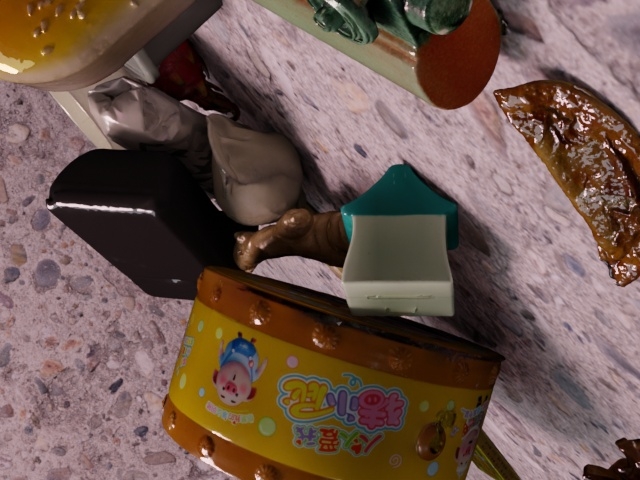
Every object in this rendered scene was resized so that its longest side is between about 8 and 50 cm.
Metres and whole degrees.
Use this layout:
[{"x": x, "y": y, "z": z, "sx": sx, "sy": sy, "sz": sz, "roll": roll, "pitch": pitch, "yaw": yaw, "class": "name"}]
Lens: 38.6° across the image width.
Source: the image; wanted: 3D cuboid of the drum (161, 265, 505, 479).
[{"x": 0.013, "y": 0.189, "z": 1.203, "sx": 0.431, "sy": 0.214, "sz": 0.431, "roll": 16, "pitch": 180, "yaw": 0, "class": "drum"}]

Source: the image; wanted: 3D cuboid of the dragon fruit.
[{"x": -0.197, "y": -0.230, "z": 1.345, "sx": 0.190, "sy": 0.094, "sz": 0.094, "roll": 48, "pitch": 170, "yaw": -32, "class": "dragon fruit"}]

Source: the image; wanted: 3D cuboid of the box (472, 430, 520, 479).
[{"x": 0.286, "y": 0.376, "z": 1.714, "sx": 0.193, "sy": 0.030, "sz": 0.121, "roll": 51, "pitch": 167, "yaw": -19, "class": "box"}]

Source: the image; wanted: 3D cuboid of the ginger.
[{"x": 0.000, "y": 0.000, "z": 1.249, "sx": 0.333, "sy": 0.081, "sz": 0.148, "roll": -3, "pitch": 169, "yaw": 38, "class": "ginger"}]

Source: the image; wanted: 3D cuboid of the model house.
[{"x": 0.089, "y": 0.001, "z": 1.009, "sx": 0.127, "sy": 0.149, "sz": 0.100, "roll": 0, "pitch": 156, "yaw": 9, "class": "model house"}]

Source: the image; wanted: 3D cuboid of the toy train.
[{"x": 0.015, "y": -0.199, "z": 0.693, "sx": 0.285, "sy": 0.116, "sz": 0.177, "roll": 37, "pitch": 176, "yaw": 37, "class": "toy train"}]

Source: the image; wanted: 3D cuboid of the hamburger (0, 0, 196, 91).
[{"x": -0.225, "y": -0.273, "z": 0.840, "sx": 0.227, "sy": 0.295, "sz": 0.151, "roll": 49, "pitch": 180, "yaw": 22, "class": "hamburger"}]

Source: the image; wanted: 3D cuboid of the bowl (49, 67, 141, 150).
[{"x": -0.453, "y": -0.307, "z": 1.849, "sx": 0.277, "sy": 0.145, "sz": 0.277, "roll": 44, "pitch": 169, "yaw": 11, "class": "bowl"}]

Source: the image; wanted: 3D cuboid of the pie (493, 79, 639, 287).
[{"x": 0.208, "y": -0.045, "z": 0.664, "sx": 0.191, "sy": 0.033, "sz": 0.088, "roll": 53, "pitch": 151, "yaw": -18, "class": "pie"}]

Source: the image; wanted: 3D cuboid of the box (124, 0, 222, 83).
[{"x": -0.232, "y": -0.323, "z": 1.068, "sx": 0.163, "sy": 0.135, "sz": 0.243, "roll": 37, "pitch": 165, "yaw": 45, "class": "box"}]

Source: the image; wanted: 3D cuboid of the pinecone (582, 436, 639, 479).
[{"x": 0.338, "y": 0.286, "z": 0.898, "sx": 0.208, "sy": 0.207, "sz": 0.208, "roll": 45, "pitch": 167, "yaw": 13, "class": "pinecone"}]

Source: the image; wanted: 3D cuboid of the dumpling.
[{"x": -0.095, "y": -0.107, "z": 1.306, "sx": 0.126, "sy": 0.215, "sz": 0.167, "roll": -42, "pitch": 57, "yaw": 44, "class": "dumpling"}]

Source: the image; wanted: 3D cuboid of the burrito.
[{"x": -0.189, "y": -0.134, "z": 1.415, "sx": 0.138, "sy": 0.101, "sz": 0.445, "roll": 4, "pitch": 167, "yaw": 22, "class": "burrito"}]

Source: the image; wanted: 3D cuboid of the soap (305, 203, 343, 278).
[{"x": -0.010, "y": -0.014, "z": 1.495, "sx": 0.252, "sy": 0.037, "sz": 0.092, "roll": 43, "pitch": 166, "yaw": 22, "class": "soap"}]

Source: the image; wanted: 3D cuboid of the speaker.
[{"x": -0.218, "y": -0.041, "z": 1.349, "sx": 0.180, "sy": 0.184, "sz": 0.388, "roll": 4, "pitch": 158, "yaw": 17, "class": "speaker"}]
